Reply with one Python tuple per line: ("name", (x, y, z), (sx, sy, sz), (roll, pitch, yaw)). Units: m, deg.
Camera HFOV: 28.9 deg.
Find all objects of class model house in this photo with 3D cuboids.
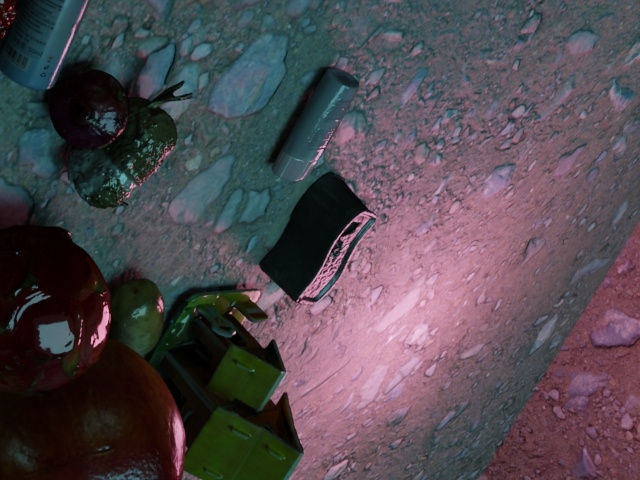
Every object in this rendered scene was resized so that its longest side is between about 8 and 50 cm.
("model house", (-0.112, 0.298, 2.263), (0.340, 0.323, 0.300), (-1, 130, -53))

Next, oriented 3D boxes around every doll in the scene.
("doll", (-0.261, -0.140, 1.711), (0.221, 0.105, 0.115), (-53, 150, 13))

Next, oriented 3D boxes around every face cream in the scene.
("face cream", (-0.008, -0.188, 2.046), (0.084, 0.057, 0.198), (-3, 133, -51))
("face cream", (-0.310, -0.292, 1.476), (0.075, 0.075, 0.229), (-5, 133, -51))

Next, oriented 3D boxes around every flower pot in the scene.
("flower pot", (0.000, 0.000, 2.251), (0.103, 0.108, 0.229), (0, 129, -55))

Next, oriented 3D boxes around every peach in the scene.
("peach", (-0.380, 0.323, 1.892), (0.370, 0.370, 0.370), (-33, 150, -22))

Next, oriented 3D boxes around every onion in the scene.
("onion", (-0.301, -0.170, 1.623), (0.107, 0.097, 0.107), (-3, 106, -9))

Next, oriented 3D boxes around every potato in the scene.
("potato", (-0.307, 0.130, 2.035), (0.107, 0.080, 0.170), (-30, 153, -29))

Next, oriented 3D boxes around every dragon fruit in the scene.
("dragon fruit", (-0.404, 0.094, 1.709), (0.241, 0.241, 0.252), (-23, 113, -36))

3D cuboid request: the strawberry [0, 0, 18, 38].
("strawberry", (-0.392, -0.271, 1.390), (0.188, 0.082, 0.121), (-40, 149, -5))
